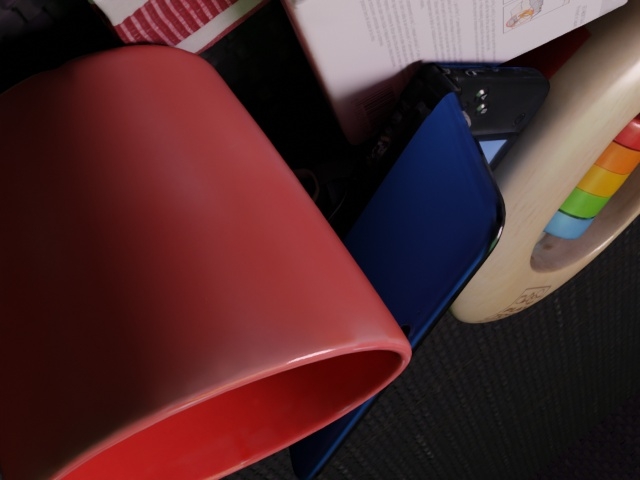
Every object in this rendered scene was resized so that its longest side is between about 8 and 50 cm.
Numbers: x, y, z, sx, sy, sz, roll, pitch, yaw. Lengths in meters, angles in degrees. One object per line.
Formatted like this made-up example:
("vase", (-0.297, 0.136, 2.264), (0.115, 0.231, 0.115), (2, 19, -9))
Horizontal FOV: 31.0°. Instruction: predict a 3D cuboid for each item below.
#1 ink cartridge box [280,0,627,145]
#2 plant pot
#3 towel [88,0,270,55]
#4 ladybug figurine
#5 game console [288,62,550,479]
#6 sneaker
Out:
("ink cartridge box", (0.105, -0.193, 0.831), (0.261, 0.066, 0.296), (-28, 165, 2))
("plant pot", (-0.112, 0.025, 0.759), (0.275, 0.243, 0.275), (-24, 162, -8))
("towel", (-0.049, -0.220, 0.658), (0.237, 0.037, 0.329), (-37, 168, -2))
("ladybug figurine", (0.242, -0.102, 1.146), (0.305, 0.162, 0.449), (-2, 135, -52))
("game console", (0.086, 0.022, 0.929), (0.250, 0.173, 0.293), (-8, 141, -47))
("sneaker", (-0.001, -0.002, 1.078), (0.163, 0.086, 0.226), (-19, 149, -32))
